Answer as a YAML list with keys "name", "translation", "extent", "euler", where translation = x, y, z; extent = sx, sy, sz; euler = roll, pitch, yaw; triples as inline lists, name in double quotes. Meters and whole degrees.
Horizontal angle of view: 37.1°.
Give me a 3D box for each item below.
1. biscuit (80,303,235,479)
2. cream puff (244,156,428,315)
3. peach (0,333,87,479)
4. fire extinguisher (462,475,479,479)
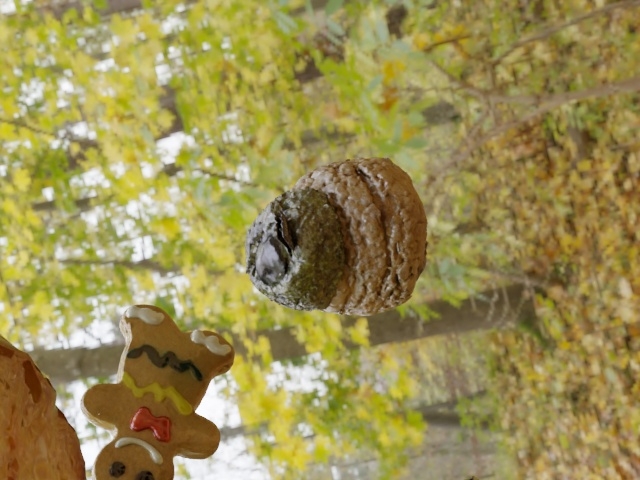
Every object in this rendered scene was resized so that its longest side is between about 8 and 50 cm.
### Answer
- name: "biscuit"
  translation: [-0.179, 0.181, 1.040]
  extent: [0.035, 0.158, 0.240]
  euler: [120, 166, -50]
- name: "cream puff"
  translation: [0.000, 0.000, 0.994]
  extent: [0.183, 0.169, 0.183]
  euler: [9, 101, 51]
- name: "peach"
  translation: [-0.194, 0.184, 0.395]
  extent: [0.338, 0.281, 0.281]
  euler: [41, 163, 30]
- name: "fire extinguisher"
  translation: [0.050, 0.239, 0.741]
  extent: [0.050, 0.177, 0.062]
  euler: [65, -169, 14]
